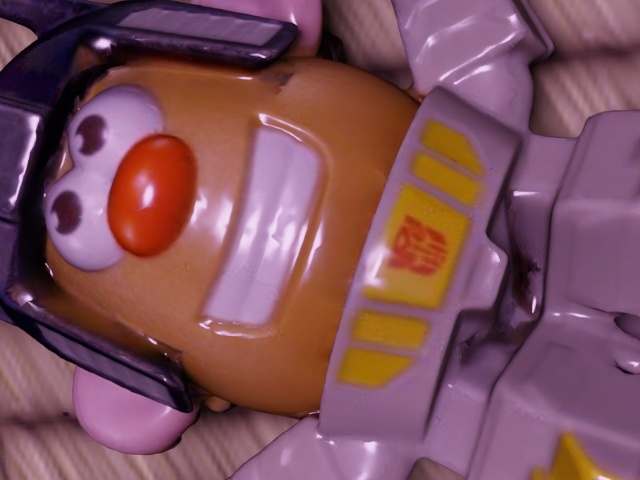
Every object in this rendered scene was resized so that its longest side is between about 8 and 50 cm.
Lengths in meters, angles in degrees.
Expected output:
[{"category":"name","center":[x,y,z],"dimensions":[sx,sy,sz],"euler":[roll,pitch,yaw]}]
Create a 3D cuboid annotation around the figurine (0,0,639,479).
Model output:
[{"category":"figurine","center":[-0.001,0.004,0.662],"dimensions":[0.308,0.143,0.308],"euler":[-3,62,5]}]
